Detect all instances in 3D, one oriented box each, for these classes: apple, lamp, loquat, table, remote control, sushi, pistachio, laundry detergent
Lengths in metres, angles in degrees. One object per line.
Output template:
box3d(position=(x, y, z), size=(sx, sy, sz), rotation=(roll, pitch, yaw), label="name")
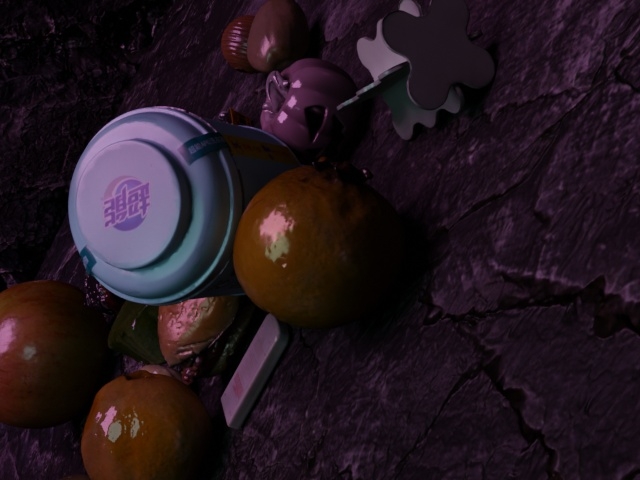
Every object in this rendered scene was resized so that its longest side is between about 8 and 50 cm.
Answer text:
box3d(position=(-0.731, 0.303, 2.409), size=(0.400, 0.334, 0.400), rotation=(-178, 90, -64), label="apple")
box3d(position=(-0.158, -0.443, 2.054), size=(0.136, 0.136, 0.136), rotation=(-47, 30, 39), label="lamp")
box3d(position=(-0.290, 0.336, 1.530), size=(0.193, 0.238, 0.238), rotation=(169, 122, -82), label="loquat")
box3d(position=(0.119, -0.230, 1.248), size=(0.198, 0.167, 0.166), rotation=(157, 132, -69), label="table")
box3d(position=(-0.107, 0.211, 1.482), size=(0.190, 0.029, 0.087), rotation=(-62, 24, 14), label="remote control")
box3d(position=(-0.445, 0.069, 2.108), size=(0.212, 0.215, 0.227), rotation=(4, 72, 65), label="sushi")
box3d(position=(-0.084, -0.414, 1.866), size=(0.129, 0.131, 0.206), rotation=(98, 173, -50), label="pistachio")
box3d(position=(0.000, 0.000, 1.196), size=(0.244, 0.244, 0.244), rotation=(-47, 30, 39), label="loquat")
box3d(position=(-0.201, -0.049, 1.364), size=(0.287, 0.305, 0.287), rotation=(0, 90, 24), label="laundry detergent")

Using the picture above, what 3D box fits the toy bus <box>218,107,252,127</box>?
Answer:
box3d(position=(-0.224, -0.220, 2.069), size=(0.162, 0.074, 0.069), rotation=(-49, 36, 32), label="toy bus")

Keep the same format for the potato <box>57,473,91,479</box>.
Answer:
box3d(position=(-0.555, 0.604, 1.954), size=(0.235, 0.160, 0.178), rotation=(-44, 54, 17), label="potato")

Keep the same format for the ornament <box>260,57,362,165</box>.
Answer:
box3d(position=(-0.022, -0.218, 1.519), size=(0.177, 0.177, 0.177), rotation=(-47, 30, 39), label="ornament")

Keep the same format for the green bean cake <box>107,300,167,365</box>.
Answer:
box3d(position=(-0.309, 0.134, 1.816), size=(0.248, 0.125, 0.222), rotation=(-55, 18, -23), label="green bean cake")

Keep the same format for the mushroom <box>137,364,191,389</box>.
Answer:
box3d(position=(-0.317, 0.314, 1.729), size=(0.154, 0.122, 0.154), rotation=(-10, 75, 38), label="mushroom")

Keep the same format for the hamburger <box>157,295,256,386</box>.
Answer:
box3d(position=(-0.181, 0.088, 1.611), size=(0.245, 0.155, 0.282), rotation=(-39, 44, 32), label="hamburger")
